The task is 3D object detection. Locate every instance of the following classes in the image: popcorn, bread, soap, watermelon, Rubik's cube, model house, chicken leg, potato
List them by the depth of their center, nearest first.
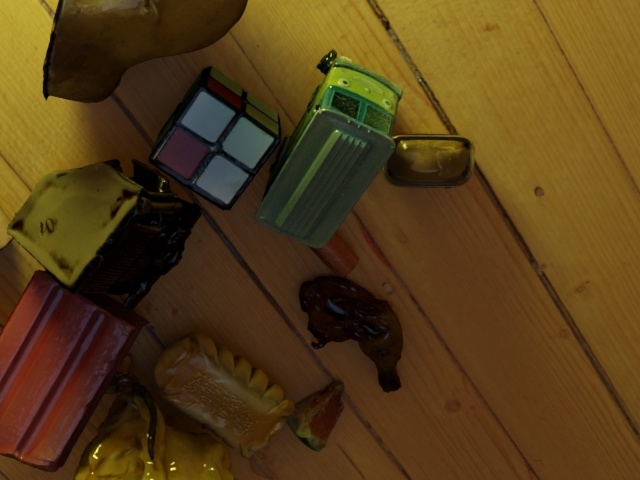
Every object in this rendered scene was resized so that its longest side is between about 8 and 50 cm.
[{"bbox_3d":[-0.282,-0.379,1.572,0.296,0.290,0.397,16,110,-10],"label":"potato"},{"bbox_3d":[-0.191,-0.190,1.725,0.180,0.167,0.183,36,106,-16],"label":"Rubik's cube"},{"bbox_3d":[-0.368,-0.032,1.775,0.282,0.297,0.317,14,122,-51],"label":"model house"},{"bbox_3d":[-0.537,0.261,1.858,0.233,0.128,0.360,31,93,2],"label":"soap"},{"bbox_3d":[-0.349,0.479,1.927,0.349,0.349,0.382,-3,109,-2],"label":"popcorn"},{"bbox_3d":[0.079,0.196,1.967,0.322,0.083,0.177,32,117,-14],"label":"chicken leg"},{"bbox_3d":[-0.207,0.314,1.973,0.311,0.121,0.173,42,102,-19],"label":"bread"},{"bbox_3d":[-0.011,0.386,2.061,0.098,0.121,0.158,47,59,-35],"label":"watermelon"}]

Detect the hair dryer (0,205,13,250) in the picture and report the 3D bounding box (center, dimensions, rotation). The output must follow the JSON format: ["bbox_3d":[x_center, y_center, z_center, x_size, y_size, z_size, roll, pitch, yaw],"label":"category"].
[{"bbox_3d":[-0.783,-0.016,1.816,0.344,0.107,0.189,-24,116,14],"label":"hair dryer"}]

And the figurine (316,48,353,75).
[{"bbox_3d":[0.053,-0.289,1.745,0.136,0.079,0.077,33,150,-21],"label":"figurine"}]

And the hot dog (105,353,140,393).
[{"bbox_3d":[-0.503,0.269,1.962,0.249,0.076,0.102,11,109,-7],"label":"hot dog"}]

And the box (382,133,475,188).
[{"bbox_3d":[0.206,-0.157,1.795,0.177,0.111,0.111,0,114,-3],"label":"box"}]

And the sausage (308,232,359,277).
[{"bbox_3d":[0.001,-0.001,1.879,0.065,0.065,0.169,-40,109,14],"label":"sausage"}]

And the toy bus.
[{"bbox_3d":[0.014,-0.154,1.697,0.152,0.190,0.312,25,134,-11],"label":"toy bus"}]
